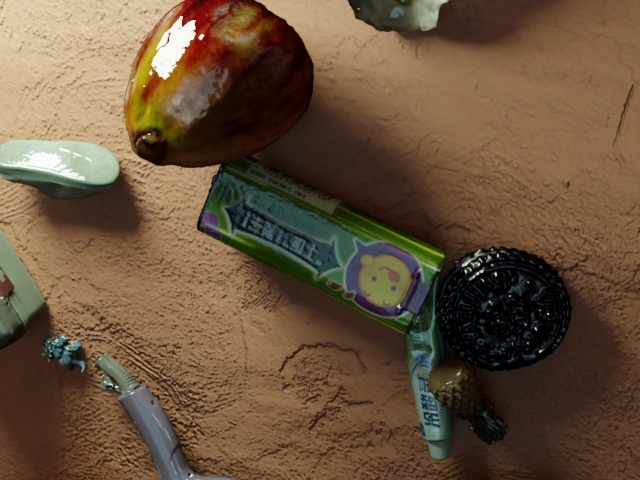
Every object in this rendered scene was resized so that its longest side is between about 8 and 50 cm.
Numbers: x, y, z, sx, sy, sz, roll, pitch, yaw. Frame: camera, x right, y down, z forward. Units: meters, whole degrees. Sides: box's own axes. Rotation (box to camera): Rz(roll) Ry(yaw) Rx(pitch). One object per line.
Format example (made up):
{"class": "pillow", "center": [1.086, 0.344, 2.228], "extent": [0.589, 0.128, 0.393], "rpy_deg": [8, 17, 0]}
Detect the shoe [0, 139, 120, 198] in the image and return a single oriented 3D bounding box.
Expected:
{"class": "shoe", "center": [-0.398, -0.103, 1.412], "extent": [0.195, 0.079, 0.078], "rpy_deg": [9, 146, 2]}

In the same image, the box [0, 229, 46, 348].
{"class": "box", "center": [-0.549, 0.073, 1.465], "extent": [0.148, 0.129, 0.210], "rpy_deg": [-25, 102, 19]}

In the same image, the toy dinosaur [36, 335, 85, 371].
{"class": "toy dinosaur", "center": [-0.424, 0.188, 1.527], "extent": [0.083, 0.030, 0.047], "rpy_deg": [19, 112, 7]}

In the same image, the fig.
{"class": "fig", "center": [-0.142, -0.209, 1.232], "extent": [0.263, 0.224, 0.224], "rpy_deg": [-27, 101, 2]}

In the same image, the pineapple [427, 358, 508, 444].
{"class": "pineapple", "center": [0.222, 0.242, 1.358], "extent": [0.074, 0.074, 0.159], "rpy_deg": [-29, 121, 20]}

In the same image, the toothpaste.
{"class": "toothpaste", "center": [0.161, 0.187, 1.387], "extent": [0.075, 0.048, 0.296], "rpy_deg": [-7, 103, 15]}

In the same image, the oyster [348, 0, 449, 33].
{"class": "oyster", "center": [0.052, -0.431, 1.171], "extent": [0.351, 0.115, 0.238], "rpy_deg": [44, 121, 1]}

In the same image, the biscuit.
{"class": "biscuit", "center": [0.259, 0.099, 1.321], "extent": [0.195, 0.053, 0.194], "rpy_deg": [2, 110, 5]}

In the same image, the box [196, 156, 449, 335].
{"class": "box", "center": [0.000, 0.000, 1.323], "extent": [0.346, 0.097, 0.134], "rpy_deg": [26, 104, 7]}

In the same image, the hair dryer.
{"class": "hair dryer", "center": [-0.295, 0.354, 1.534], "extent": [0.301, 0.121, 0.361], "rpy_deg": [-21, 93, 27]}
